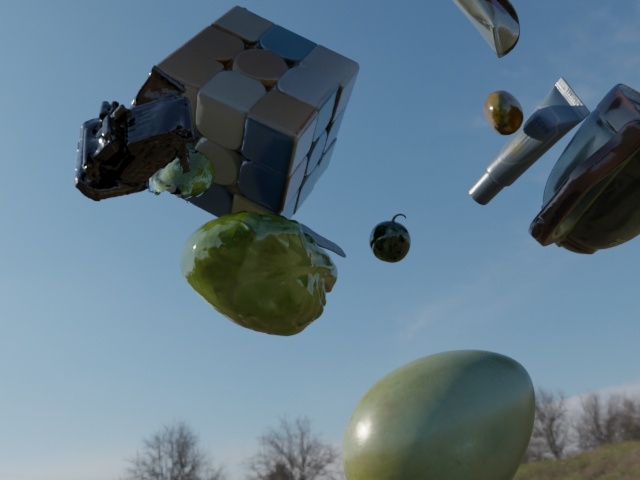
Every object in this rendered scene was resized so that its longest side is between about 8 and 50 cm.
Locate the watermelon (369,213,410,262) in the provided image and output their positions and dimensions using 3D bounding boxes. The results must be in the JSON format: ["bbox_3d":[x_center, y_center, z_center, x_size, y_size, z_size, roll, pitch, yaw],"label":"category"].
[{"bbox_3d":[0.158,-0.002,1.456,0.109,0.109,0.109,-7,-25,-3],"label":"watermelon"}]

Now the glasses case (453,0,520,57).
[{"bbox_3d":[0.289,-0.511,1.259,0.083,0.308,0.128,-39,-16,18],"label":"glasses case"}]

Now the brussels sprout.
[{"bbox_3d":[-0.123,0.061,1.289,0.328,0.247,0.328,25,1,-1],"label":"brussels sprout"}]

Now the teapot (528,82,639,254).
[{"bbox_3d":[0.531,-0.102,1.194,0.315,0.233,0.312,-8,-40,-46],"label":"teapot"}]

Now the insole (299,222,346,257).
[{"bbox_3d":[0.000,0.000,1.491,0.006,0.065,0.193,-45,-40,14],"label":"insole"}]

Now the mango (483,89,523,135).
[{"bbox_3d":[0.456,-0.325,1.599,0.089,0.115,0.165,-25,-21,28],"label":"mango"}]

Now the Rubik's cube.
[{"bbox_3d":[-0.159,-0.269,1.473,0.347,0.344,0.346,27,-40,9],"label":"Rubik's cube"}]

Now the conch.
[{"bbox_3d":[-0.236,-0.111,1.103,0.095,0.079,0.201,-7,18,20],"label":"conch"}]

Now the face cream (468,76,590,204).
[{"bbox_3d":[0.538,-0.242,1.686,0.086,0.135,0.385,5,-41,-34],"label":"face cream"}]

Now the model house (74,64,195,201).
[{"bbox_3d":[-0.258,-0.164,0.904,0.141,0.203,0.164,17,-54,-37],"label":"model house"}]

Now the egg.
[{"bbox_3d":[0.167,0.264,0.874,0.295,0.218,0.218,-39,-24,-9],"label":"egg"}]
